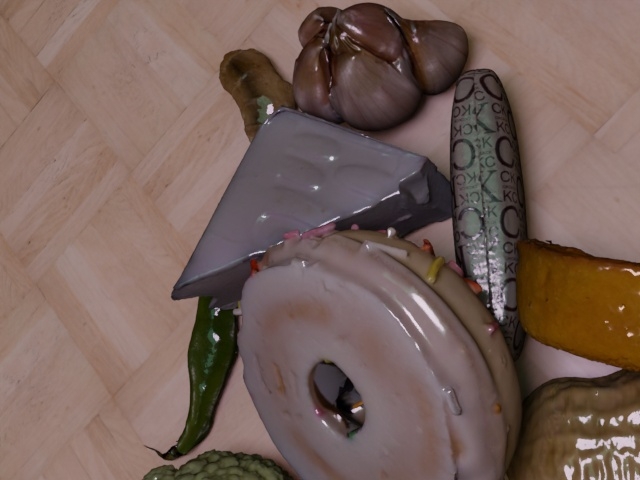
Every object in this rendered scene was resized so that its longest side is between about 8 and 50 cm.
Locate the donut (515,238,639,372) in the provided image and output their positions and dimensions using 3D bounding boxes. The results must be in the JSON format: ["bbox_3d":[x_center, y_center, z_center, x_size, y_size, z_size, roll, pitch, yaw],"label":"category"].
[{"bbox_3d":[0.332,0.069,0.834,0.278,0.278,0.108,10,94,26],"label":"donut"}]

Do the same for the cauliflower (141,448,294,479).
[{"bbox_3d":[-0.117,0.408,0.986,0.327,0.260,0.280,1,101,-11],"label":"cauliflower"}]

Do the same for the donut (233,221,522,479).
[{"bbox_3d":[0.062,0.152,0.931,0.383,0.142,0.382,24,127,36],"label":"donut"}]

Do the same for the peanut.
[{"bbox_3d":[0.310,0.240,0.894,0.233,0.110,0.196,-8,77,22],"label":"peanut"}]

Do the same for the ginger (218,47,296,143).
[{"bbox_3d":[-0.090,-0.208,1.186,0.095,0.069,0.190,-47,64,35],"label":"ginger"}]

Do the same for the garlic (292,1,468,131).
[{"bbox_3d":[0.072,-0.218,1.057,0.214,0.191,0.160,16,98,20],"label":"garlic"}]

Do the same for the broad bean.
[{"bbox_3d":[-0.170,0.172,1.161,0.098,0.056,0.317,24,93,27],"label":"broad bean"}]

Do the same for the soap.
[{"bbox_3d":[0.000,0.000,1.037,0.258,0.159,0.302,24,83,24],"label":"soap"}]

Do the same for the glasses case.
[{"bbox_3d":[0.203,-0.030,0.976,0.085,0.137,0.354,-5,80,18],"label":"glasses case"}]
